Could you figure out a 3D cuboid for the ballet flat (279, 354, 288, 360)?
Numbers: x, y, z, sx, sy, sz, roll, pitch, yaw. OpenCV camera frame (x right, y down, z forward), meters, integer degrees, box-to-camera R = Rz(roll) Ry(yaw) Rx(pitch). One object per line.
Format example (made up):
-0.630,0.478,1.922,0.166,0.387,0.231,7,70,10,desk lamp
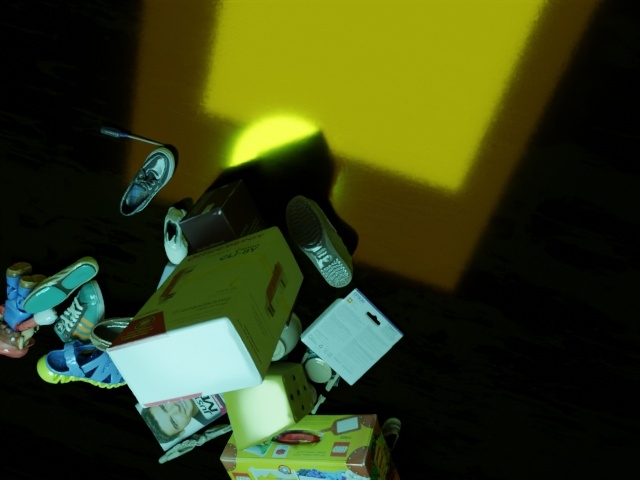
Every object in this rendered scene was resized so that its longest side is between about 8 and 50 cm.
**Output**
-0.158,0.359,1.649,0.114,0.041,0.041,11,119,4,ballet flat

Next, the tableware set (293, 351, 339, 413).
-0.026,0.440,1.637,0.128,0.039,0.194,32,114,5,tableware set

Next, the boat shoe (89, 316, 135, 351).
-0.531,0.287,1.575,0.324,0.123,0.116,-2,160,-11,boat shoe

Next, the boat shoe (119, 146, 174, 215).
-0.473,-0.151,1.398,0.080,0.076,0.228,41,117,-13,boat shoe

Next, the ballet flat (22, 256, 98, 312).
-0.777,0.127,1.563,0.248,0.086,0.086,-32,111,-3,ballet flat

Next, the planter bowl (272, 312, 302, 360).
-0.143,0.291,1.564,0.162,0.109,0.162,4,119,7,planter bowl

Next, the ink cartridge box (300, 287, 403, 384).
0.094,0.280,1.538,0.224,0.045,0.223,-43,105,4,ink cartridge box

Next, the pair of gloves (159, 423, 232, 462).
-0.411,0.670,1.754,0.204,0.240,0.042,-42,69,49,pair of gloves

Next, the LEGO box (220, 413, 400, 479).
-0.015,0.773,1.715,0.499,0.193,0.373,-9,117,24,LEGO box

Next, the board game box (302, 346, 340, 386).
0.014,0.368,1.626,0.126,0.026,0.186,14,120,2,board game box

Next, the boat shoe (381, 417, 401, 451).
0.212,0.672,1.734,0.066,0.066,0.183,18,120,0,boat shoe

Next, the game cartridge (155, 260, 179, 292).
-0.345,0.180,1.571,0.294,0.060,0.196,27,123,-6,game cartridge

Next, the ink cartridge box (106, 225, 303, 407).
-0.224,0.149,1.128,0.279,0.385,0.160,-17,112,18,ink cartridge box

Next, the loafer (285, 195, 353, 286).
0.000,0.000,1.396,0.101,0.092,0.269,-28,94,20,loafer

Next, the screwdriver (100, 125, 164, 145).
-0.493,-0.275,1.371,0.169,0.024,0.025,10,91,-3,screwdriver

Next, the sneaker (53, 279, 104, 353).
-0.757,0.253,1.622,0.108,0.121,0.302,47,127,34,sneaker

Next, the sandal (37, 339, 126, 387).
-0.700,0.382,1.634,0.317,0.126,0.138,11,133,-43,sandal

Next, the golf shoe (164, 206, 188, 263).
-0.416,-0.003,1.460,0.069,0.086,0.176,6,116,3,golf shoe

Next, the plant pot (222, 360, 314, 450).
-0.144,0.473,1.557,0.187,0.212,0.212,-20,84,23,plant pot

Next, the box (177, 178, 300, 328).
-0.205,0.053,1.398,0.143,0.191,0.382,-16,114,18,box

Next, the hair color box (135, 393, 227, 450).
-0.413,0.514,1.698,0.374,0.113,0.185,-37,85,25,hair color box

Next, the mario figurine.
-0.942,0.229,1.665,0.170,0.198,0.321,11,113,-30,mario figurine
